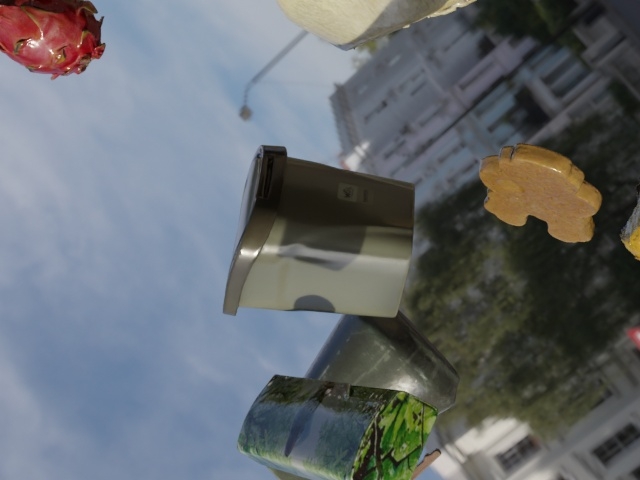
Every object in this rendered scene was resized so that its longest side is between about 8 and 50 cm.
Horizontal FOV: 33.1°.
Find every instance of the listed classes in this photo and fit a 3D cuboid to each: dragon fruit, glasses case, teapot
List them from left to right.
[{"bbox_3d":[-0.362,-0.281,1.394,0.166,0.136,0.133,13,-163,-28],"label":"dragon fruit"},{"bbox_3d":[0.005,0.182,1.030,0.062,0.095,0.272,30,164,-21],"label":"glasses case"},{"bbox_3d":[0.071,0.300,1.898,0.300,0.344,0.253,46,-176,9],"label":"teapot"}]

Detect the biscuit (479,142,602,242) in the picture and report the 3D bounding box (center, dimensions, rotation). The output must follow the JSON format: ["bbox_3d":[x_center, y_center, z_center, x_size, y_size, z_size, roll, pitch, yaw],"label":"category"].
[{"bbox_3d":[0.254,-0.058,1.255,0.144,0.040,0.236,13,163,14],"label":"biscuit"}]

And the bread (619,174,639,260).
[{"bbox_3d":[0.527,-0.079,1.463,0.160,0.260,0.147,26,168,7],"label":"bread"}]

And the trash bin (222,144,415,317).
[{"bbox_3d":[0.000,0.000,1.559,0.250,0.219,0.220,9,-133,-2],"label":"trash bin"}]

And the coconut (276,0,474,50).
[{"bbox_3d":[0.064,-0.440,1.344,0.360,0.346,0.346,66,-166,-7],"label":"coconut"}]
